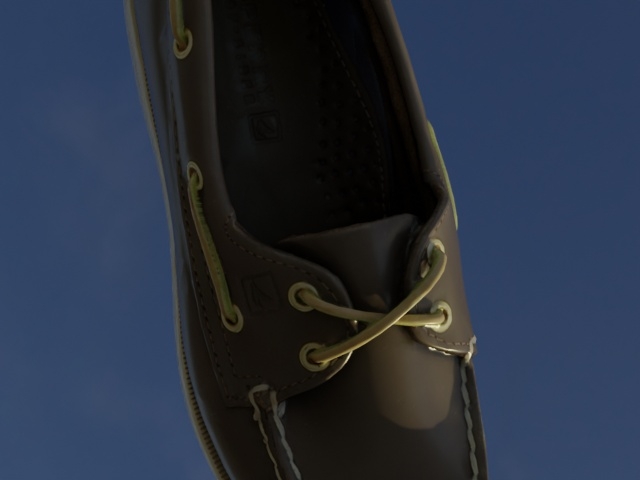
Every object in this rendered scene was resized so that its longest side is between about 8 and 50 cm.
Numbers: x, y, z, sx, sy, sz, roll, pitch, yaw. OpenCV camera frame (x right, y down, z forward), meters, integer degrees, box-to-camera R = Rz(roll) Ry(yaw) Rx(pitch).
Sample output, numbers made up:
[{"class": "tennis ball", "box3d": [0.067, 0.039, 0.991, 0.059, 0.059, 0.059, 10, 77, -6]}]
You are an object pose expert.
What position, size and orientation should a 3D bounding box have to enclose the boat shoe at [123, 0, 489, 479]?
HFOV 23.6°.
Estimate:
[{"class": "boat shoe", "box3d": [0.000, 0.000, 0.592, 0.097, 0.116, 0.325, 144, -67, -72]}]
